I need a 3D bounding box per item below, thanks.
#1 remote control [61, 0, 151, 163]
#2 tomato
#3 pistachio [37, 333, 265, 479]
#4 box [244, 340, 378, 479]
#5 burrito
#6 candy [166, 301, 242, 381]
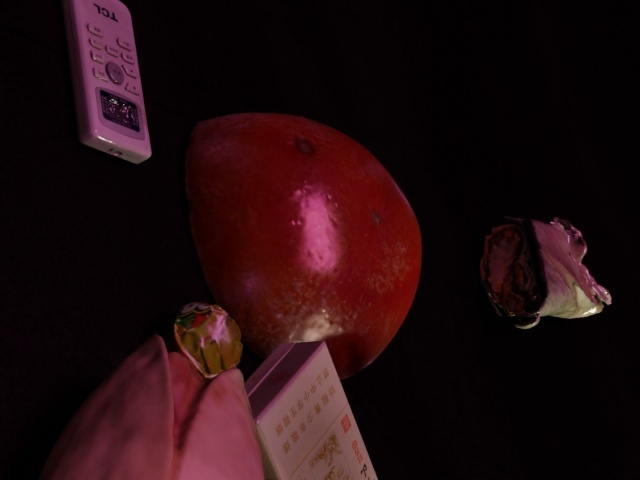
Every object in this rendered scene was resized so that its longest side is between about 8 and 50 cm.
[{"bbox_3d":[-0.218,-0.173,1.393,0.087,0.029,0.190,22,50,-50],"label":"remote control"},{"bbox_3d":[0.008,-0.009,1.516,0.338,0.143,0.338,34,43,-39],"label":"tomato"},{"bbox_3d":[-0.131,0.202,1.092,0.187,0.187,0.299,47,29,-27],"label":"pistachio"},{"bbox_3d":[-0.016,0.216,1.318,0.141,0.058,0.201,-48,123,-47],"label":"box"},{"bbox_3d":[0.323,0.041,2.012,0.175,0.107,0.347,56,25,16],"label":"burrito"},{"bbox_3d":[-0.072,0.171,1.345,0.077,0.073,0.262,-50,119,-38],"label":"candy"}]
